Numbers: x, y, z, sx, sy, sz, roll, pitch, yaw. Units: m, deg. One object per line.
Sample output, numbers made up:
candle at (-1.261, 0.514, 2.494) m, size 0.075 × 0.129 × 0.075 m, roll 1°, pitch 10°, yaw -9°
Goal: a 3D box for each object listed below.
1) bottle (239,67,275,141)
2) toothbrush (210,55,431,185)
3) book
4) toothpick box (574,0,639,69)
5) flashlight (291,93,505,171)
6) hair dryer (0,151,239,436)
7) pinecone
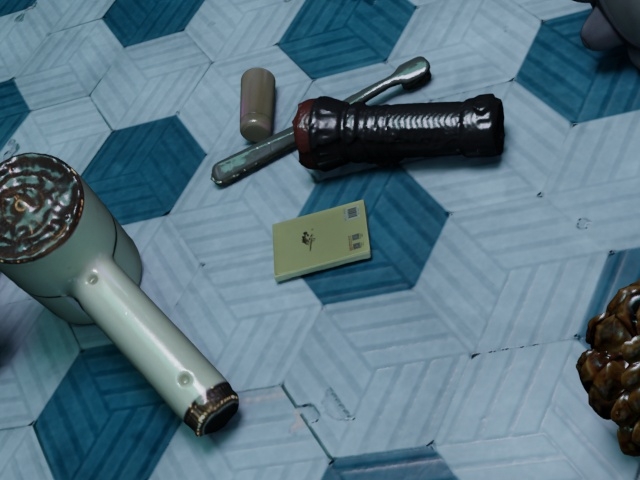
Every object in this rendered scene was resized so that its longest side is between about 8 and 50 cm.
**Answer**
bottle at (-0.081, -0.170, 1.173) m, size 0.045 × 0.045 × 0.096 m, roll -11°, pitch 53°, yaw 16°
toothbrush at (-0.001, -0.141, 1.127) m, size 0.297 × 0.030 × 0.030 m, roll -27°, pitch 57°, yaw 5°
book at (0.000, 0.000, 1.027) m, size 0.111 × 0.014 × 0.077 m, roll -15°, pitch 49°, yaw 13°
toothpick box at (0.406, -0.314, 0.968) m, size 0.316 × 0.229 × 0.229 m, roll -22°, pitch 49°, yaw 10°
flashlight at (0.088, -0.120, 1.039) m, size 0.232 × 0.093 × 0.093 m, roll 2°, pitch 56°, yaw 19°
hair dryer at (-0.203, 0.078, 0.971) m, size 0.128 × 0.203 × 0.362 m, roll -43°, pitch 68°, yaw -11°
pinecone at (0.286, 0.093, 0.741) m, size 0.174 × 0.173 × 0.173 m, roll -12°, pitch 51°, yaw 16°
